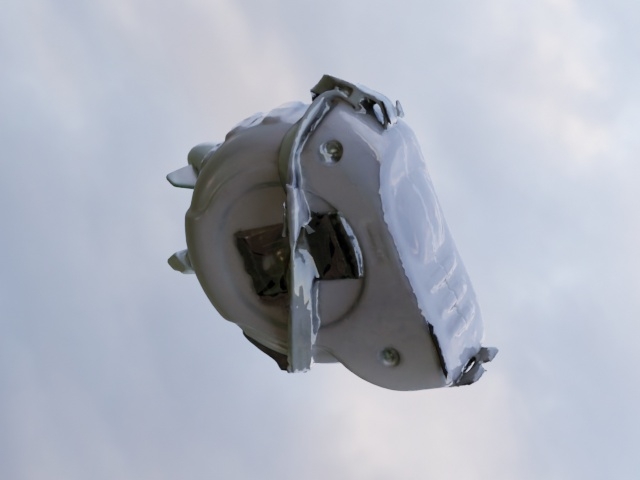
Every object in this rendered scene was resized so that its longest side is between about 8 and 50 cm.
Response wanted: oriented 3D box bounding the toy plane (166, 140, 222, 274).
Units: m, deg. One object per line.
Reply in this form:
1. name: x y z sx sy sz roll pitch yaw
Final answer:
1. toy plane: -0.052 -0.020 1.441 0.174 0.174 0.080 56 -26 30

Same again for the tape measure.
1. tape measure: 0.000 0.000 1.253 0.197 0.120 0.236 -11 -71 31
